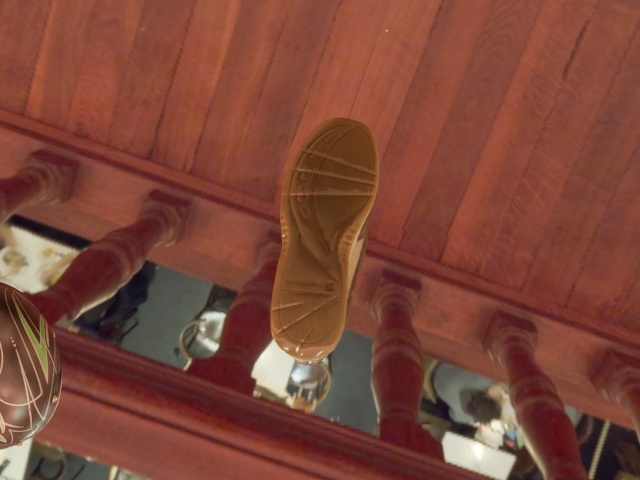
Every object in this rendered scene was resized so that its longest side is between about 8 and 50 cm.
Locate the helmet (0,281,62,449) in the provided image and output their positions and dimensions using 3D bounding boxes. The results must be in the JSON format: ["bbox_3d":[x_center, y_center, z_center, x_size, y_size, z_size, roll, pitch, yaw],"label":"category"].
[{"bbox_3d":[-0.357,0.135,0.831,0.169,0.161,0.169,-8,119,-15],"label":"helmet"}]

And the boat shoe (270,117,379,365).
[{"bbox_3d":[0.001,0.001,0.688,0.080,0.073,0.223,10,68,1],"label":"boat shoe"}]
